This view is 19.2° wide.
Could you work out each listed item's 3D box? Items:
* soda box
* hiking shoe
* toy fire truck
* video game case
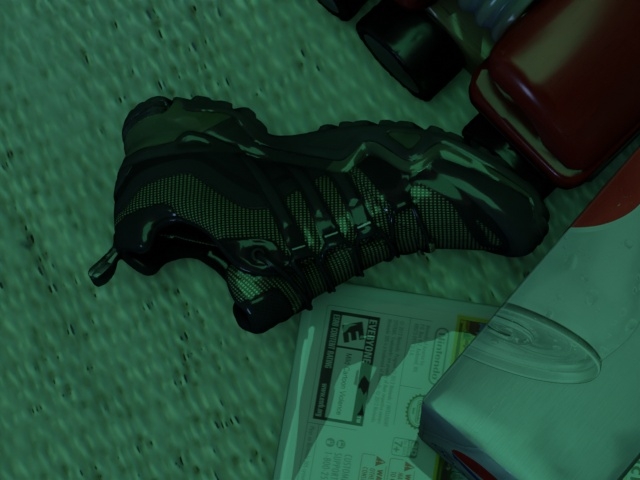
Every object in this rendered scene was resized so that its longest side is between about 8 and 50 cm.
[{"bbox_3d":[0.173,0.012,0.933,0.098,0.091,0.286,40,79,12],"label":"soda box"},{"bbox_3d":[0.000,0.000,0.960,0.227,0.086,0.114,8,70,13],"label":"hiking shoe"},{"bbox_3d":[0.094,-0.151,0.899,0.158,0.246,0.217,-44,83,-3],"label":"toy fire truck"},{"bbox_3d":[0.076,0.144,0.962,0.206,0.026,0.227,9,75,4],"label":"video game case"}]
